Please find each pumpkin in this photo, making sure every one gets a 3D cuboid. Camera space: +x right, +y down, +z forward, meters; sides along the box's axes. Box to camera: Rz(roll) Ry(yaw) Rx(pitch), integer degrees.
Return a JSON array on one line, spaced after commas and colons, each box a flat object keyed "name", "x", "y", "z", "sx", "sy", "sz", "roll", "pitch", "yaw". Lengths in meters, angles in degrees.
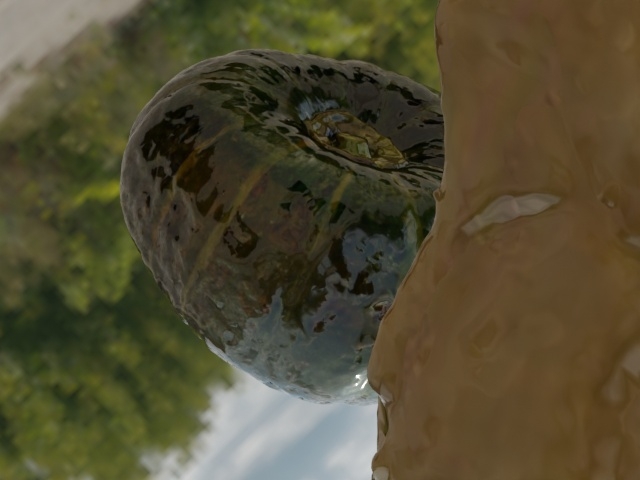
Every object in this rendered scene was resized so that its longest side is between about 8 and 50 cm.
[{"name": "pumpkin", "x": -0.001, "y": 0.003, "z": 1.209, "sx": 0.189, "sy": 0.260, "sz": 0.260, "roll": -68, "pitch": 172, "yaw": 30}]

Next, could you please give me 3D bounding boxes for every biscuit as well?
[{"name": "biscuit", "x": 0.181, "y": 0.084, "z": 0.489, "sx": 0.062, "sy": 0.385, "sz": 0.365, "roll": -36, "pitch": 141, "yaw": -49}]
